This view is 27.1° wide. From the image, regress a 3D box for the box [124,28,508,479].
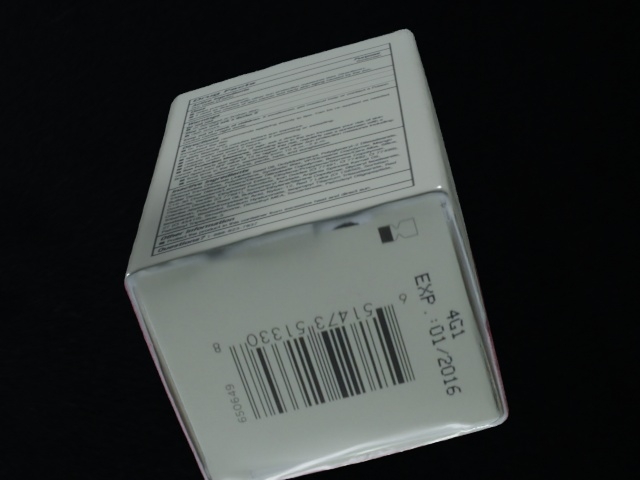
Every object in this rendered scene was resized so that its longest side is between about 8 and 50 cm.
[{"bbox_3d":[0.000,0.000,0.685,0.149,0.232,0.126,-15,-65,7],"label":"box"}]
